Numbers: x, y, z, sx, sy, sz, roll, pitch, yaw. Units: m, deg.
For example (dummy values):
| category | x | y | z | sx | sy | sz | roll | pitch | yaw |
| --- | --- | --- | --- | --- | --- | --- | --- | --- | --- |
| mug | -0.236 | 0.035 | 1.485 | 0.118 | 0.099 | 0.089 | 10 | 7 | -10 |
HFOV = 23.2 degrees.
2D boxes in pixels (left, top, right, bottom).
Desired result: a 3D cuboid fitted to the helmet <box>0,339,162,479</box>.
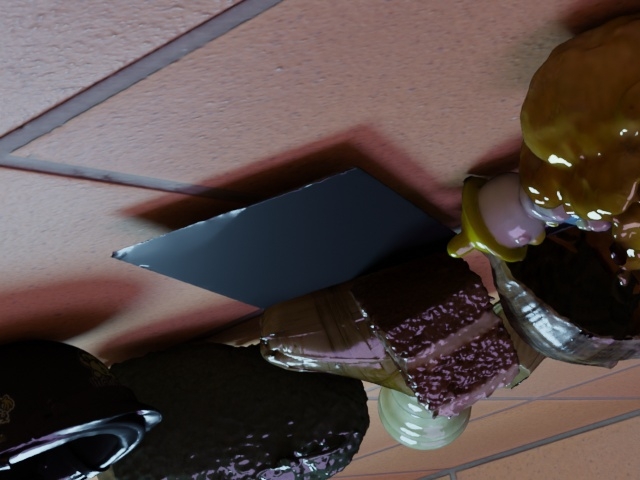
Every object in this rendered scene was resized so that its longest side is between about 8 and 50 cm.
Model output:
| category | x | y | z | sx | sy | sz | roll | pitch | yaw |
| --- | --- | --- | --- | --- | --- | --- | --- | --- | --- |
| helmet | -0.325 | 0.191 | 1.728 | 0.279 | 0.160 | 0.230 | -30 | 159 | 15 |

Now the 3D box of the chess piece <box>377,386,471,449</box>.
| category | x | y | z | sx | sy | sz | roll | pitch | yaw |
| --- | --- | --- | --- | --- | --- | --- | --- | --- | --- |
| chess piece | 0.156 | 0.211 | 2.285 | 0.144 | 0.144 | 0.251 | -13 | 160 | -3 |

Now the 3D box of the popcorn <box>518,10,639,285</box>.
| category | x | y | z | sx | sy | sz | roll | pitch | yaw |
| --- | --- | --- | --- | --- | --- | --- | --- | --- | --- |
| popcorn | 0.262 | -0.083 | 1.209 | 0.253 | 0.191 | 0.190 | -14 | 153 | 37 |

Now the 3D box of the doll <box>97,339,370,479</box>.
| category | x | y | z | sx | sy | sz | roll | pitch | yaw |
| --- | --- | --- | --- | --- | --- | --- | --- | --- | --- |
| doll | -0.108 | 0.224 | 1.925 | 0.349 | 0.247 | 0.247 | -11 | 166 | 12 |

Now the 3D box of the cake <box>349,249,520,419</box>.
| category | x | y | z | sx | sy | sz | roll | pitch | yaw |
| --- | --- | --- | --- | --- | --- | --- | --- | --- | --- |
| cake | 0.126 | 0.100 | 1.684 | 0.134 | 0.147 | 0.135 | -26 | -154 | -5 |

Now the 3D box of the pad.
| category | x | y | z | sx | sy | sz | roll | pitch | yaw |
| --- | --- | --- | --- | --- | --- | --- | --- | --- | --- |
| pad | -0.015 | 0.006 | 1.532 | 0.247 | 0.007 | 0.367 | -19 | 164 | 17 |

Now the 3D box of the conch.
| category | x | y | z | sx | sy | sz | roll | pitch | yaw |
| --- | --- | --- | --- | --- | --- | --- | --- | --- | --- |
| conch | 0.269 | 0.050 | 1.675 | 0.291 | 0.210 | 0.159 | 9 | 147 | -18 |

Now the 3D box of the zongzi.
| category | x | y | z | sx | sy | sz | roll | pitch | yaw |
| --- | --- | --- | --- | --- | --- | --- | --- | --- | --- |
| zongzi | 0.031 | 0.133 | 1.824 | 0.194 | 0.099 | 0.197 | -11 | 129 | -1 |

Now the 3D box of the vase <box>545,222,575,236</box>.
| category | x | y | z | sx | sy | sz | roll | pitch | yaw |
| --- | --- | --- | --- | --- | --- | --- | --- | --- | --- |
| vase | 0.306 | -0.063 | 1.545 | 0.211 | 0.060 | 0.060 | -20 | 164 | 21 |

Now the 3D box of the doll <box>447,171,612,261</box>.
| category | x | y | z | sx | sy | sz | roll | pitch | yaw |
| --- | --- | --- | --- | --- | --- | --- | --- | --- | --- |
| doll | 0.223 | -0.044 | 1.479 | 0.241 | 0.135 | 0.099 | -26 | 132 | 34 |

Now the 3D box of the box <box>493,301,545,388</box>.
| category | x | y | z | sx | sy | sz | roll | pitch | yaw |
| --- | --- | --- | --- | --- | --- | --- | --- | --- | --- |
| box | 0.271 | 0.140 | 2.173 | 0.111 | 0.111 | 0.177 | -10 | 165 | -12 |
